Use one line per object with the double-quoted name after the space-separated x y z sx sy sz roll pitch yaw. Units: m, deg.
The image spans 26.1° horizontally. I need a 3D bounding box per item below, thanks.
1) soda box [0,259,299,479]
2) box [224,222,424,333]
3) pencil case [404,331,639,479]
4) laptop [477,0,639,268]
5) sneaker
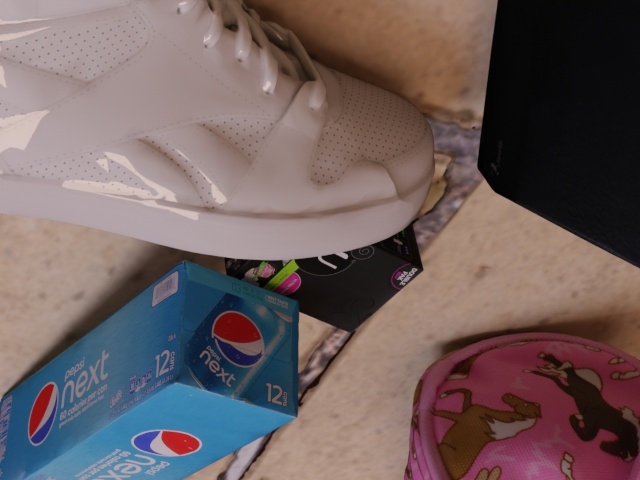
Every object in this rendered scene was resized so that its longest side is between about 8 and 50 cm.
-0.099 0.089 0.733 0.071 0.067 0.210 20 145 -30 "soda box"
0.000 0.000 0.708 0.083 0.052 0.062 24 128 -34 "box"
0.136 0.227 0.904 0.167 0.160 0.386 -8 137 -3 "pencil case"
0.220 -0.092 0.572 0.264 0.136 0.234 -5 128 -9 "laptop"
-0.052 -0.090 0.561 0.293 0.108 0.169 5 127 -31 "sneaker"
